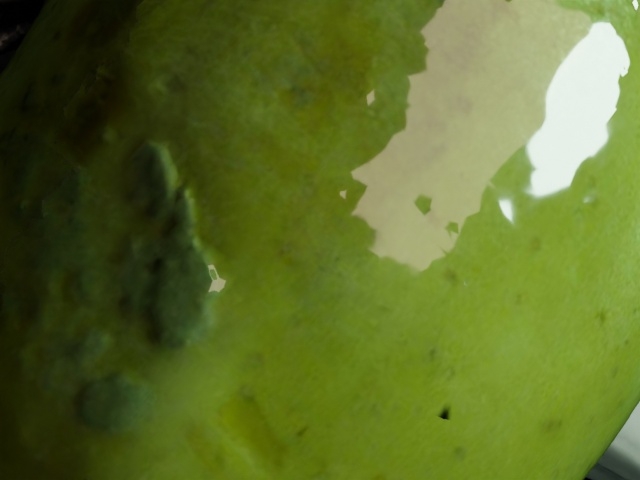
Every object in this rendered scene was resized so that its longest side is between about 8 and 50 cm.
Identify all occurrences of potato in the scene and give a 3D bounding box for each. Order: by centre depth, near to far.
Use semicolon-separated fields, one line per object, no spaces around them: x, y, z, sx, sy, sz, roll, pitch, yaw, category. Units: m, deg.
0.001;0.000;0.520;0.216;0.216;0.304;37;70;-21;potato

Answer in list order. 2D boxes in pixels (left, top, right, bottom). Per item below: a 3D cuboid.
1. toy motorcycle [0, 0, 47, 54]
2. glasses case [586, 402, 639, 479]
-0.183;-0.132;0.539;0.263;0.091;0.157;47;52;-16;toy motorcycle
0.069;0.023;0.694;0.233;0.059;0.092;28;59;-26;glasses case
